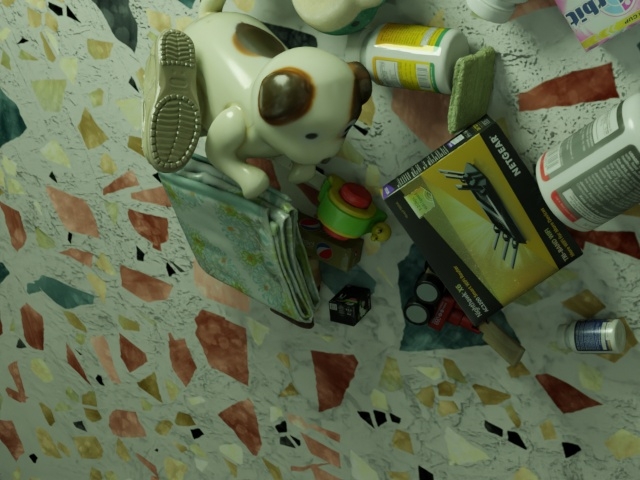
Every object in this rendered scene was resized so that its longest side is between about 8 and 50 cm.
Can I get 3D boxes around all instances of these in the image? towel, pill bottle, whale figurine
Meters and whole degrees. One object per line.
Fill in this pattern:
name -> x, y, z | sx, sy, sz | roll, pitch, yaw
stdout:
towel -> -0.172, -0.007, 2.162 | 0.374, 0.090, 0.321 | 25, 144, 37
towel -> 0.270, -0.269, 1.860 | 0.027, 0.110, 0.148 | 28, 130, 34
pill bottle -> 0.518, 0.185, 1.987 | 0.120, 0.067, 0.067 | -4, 114, 35
pill bottle -> 0.155, -0.335, 1.890 | 0.208, 0.117, 0.118 | 12, 122, 29
pill bottle -> 0.320, -0.457, 1.711 | 0.112, 0.112, 0.187 | 37, 131, 10
whale figurine -> 0.073, -0.489, 1.861 | 0.272, 0.141, 0.216 | -45, 56, 21
pill bottle -> 0.516, -0.144, 1.731 | 0.161, 0.161, 0.283 | 52, 132, -3

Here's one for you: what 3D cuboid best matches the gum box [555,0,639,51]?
gum box -> 0.486, -0.399, 1.665 | 0.188, 0.062, 0.107 | -28, 99, 41

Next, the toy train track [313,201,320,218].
toy train track -> 0.019, -0.070, 2.211 | 0.083, 0.014, 0.048 | -32, 89, 36

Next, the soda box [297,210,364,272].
soda box -> 0.000, 0.000, 2.232 | 0.181, 0.061, 0.058 | 24, 127, 21

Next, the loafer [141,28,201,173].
loafer -> -0.276, -0.247, 1.885 | 0.092, 0.102, 0.269 | -21, 62, 60

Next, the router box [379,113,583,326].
router box -> 0.292, -0.035, 1.891 | 0.243, 0.081, 0.309 | -35, 106, 8

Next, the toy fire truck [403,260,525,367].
toy fire truck -> 0.309, 0.117, 2.049 | 0.246, 0.158, 0.217 | 25, 128, 5

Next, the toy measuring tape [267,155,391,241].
toy measuring tape -> 0.003, -0.094, 2.133 | 0.330, 0.121, 0.121 | 35, 130, 12

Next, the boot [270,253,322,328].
boot -> -0.111, 0.079, 2.336 | 0.248, 0.090, 0.207 | 25, 130, 23

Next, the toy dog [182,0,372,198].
toy dog -> -0.087, -0.277, 1.949 | 0.408, 0.284, 0.396 | 24, 109, 45

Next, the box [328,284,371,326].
box -> 0.065, 0.141, 2.256 | 0.062, 0.083, 0.052 | 11, 121, 29
